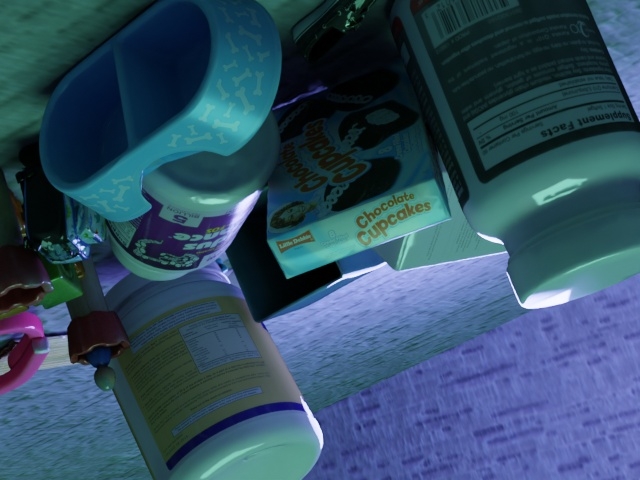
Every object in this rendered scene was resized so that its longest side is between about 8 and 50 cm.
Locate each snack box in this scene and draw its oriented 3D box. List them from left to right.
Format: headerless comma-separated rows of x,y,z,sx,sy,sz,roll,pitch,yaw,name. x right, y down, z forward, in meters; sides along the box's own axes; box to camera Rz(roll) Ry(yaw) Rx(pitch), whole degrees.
0.036,-0.089,1.571,0.187,0.060,0.322,-21,-152,10,snack box

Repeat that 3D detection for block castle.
-0.436,0.105,1.746,0.303,0.212,0.453,-20,165,1,block castle

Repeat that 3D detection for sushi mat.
-0.420,0.186,2.395,0.317,0.019,0.151,-4,159,-43,sushi mat

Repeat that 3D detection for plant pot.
0.000,0.000,2.045,0.166,0.165,0.234,-30,169,31,plant pot

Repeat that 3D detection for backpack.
-0.283,-0.027,1.562,0.084,0.105,0.114,-9,163,-1,backpack

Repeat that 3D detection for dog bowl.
-0.168,-0.136,1.378,0.297,0.166,0.074,-30,150,33,dog bowl

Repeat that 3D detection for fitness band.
-0.536,0.185,2.153,0.209,0.054,0.291,-5,156,-30,fitness band

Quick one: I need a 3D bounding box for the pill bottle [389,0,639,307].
0.227,-0.124,1.506,0.210,0.362,0.210,-18,165,-5,pill bottle

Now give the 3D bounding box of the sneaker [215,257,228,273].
-0.198,0.045,2.149,0.076,0.065,0.166,-42,163,12,sneaker

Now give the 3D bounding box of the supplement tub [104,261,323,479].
-0.167,0.209,2.005,0.241,0.331,0.241,-22,150,-14,supplement tub

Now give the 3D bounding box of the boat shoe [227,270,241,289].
-0.068,0.049,2.305,0.184,0.066,0.063,-31,163,4,boat shoe

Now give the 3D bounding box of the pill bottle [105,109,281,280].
-0.160,-0.061,1.607,0.169,0.169,0.301,-14,163,-21,pill bottle

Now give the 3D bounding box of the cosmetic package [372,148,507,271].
0.206,-0.093,1.830,0.366,0.197,0.155,-7,126,-34,cosmetic package

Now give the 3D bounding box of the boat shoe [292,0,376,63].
0.025,-0.236,1.479,0.049,0.040,0.142,-5,159,-43,boat shoe

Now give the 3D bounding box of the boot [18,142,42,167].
-0.280,-0.089,1.606,0.106,0.037,0.114,-8,162,6,boot
